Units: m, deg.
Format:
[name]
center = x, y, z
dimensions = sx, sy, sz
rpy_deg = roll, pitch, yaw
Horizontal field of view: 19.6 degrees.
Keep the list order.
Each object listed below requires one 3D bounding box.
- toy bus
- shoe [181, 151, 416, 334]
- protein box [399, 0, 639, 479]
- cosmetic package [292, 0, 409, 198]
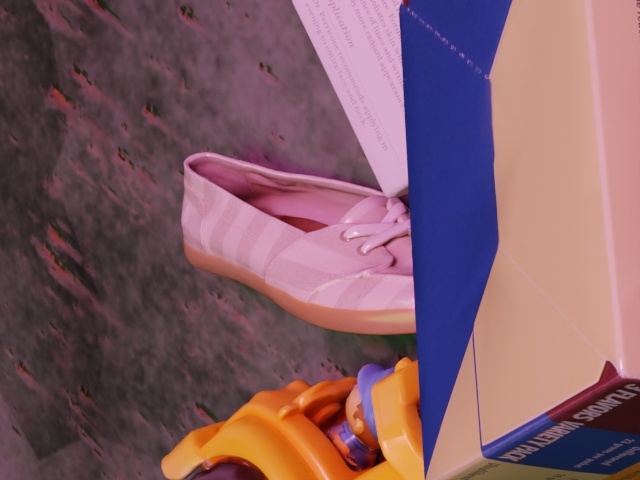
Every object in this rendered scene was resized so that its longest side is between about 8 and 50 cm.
[toy bus]
center = 0.056, 0.129, 0.925
dimensions = 0.220, 0.149, 0.211
rpy_deg = 50, 120, 25
[shoe]
center = 0.000, 0.000, 0.973
dimensions = 0.219, 0.077, 0.058
rpy_deg = 17, 119, 43
[protein box]
center = 0.150, -0.014, 0.666
dimensions = 0.136, 0.201, 0.199
rpy_deg = 138, 135, -58
[cosmetic package]
center = 0.100, -0.121, 0.830
dimensions = 0.231, 0.085, 0.117
rpy_deg = -32, 81, 44
